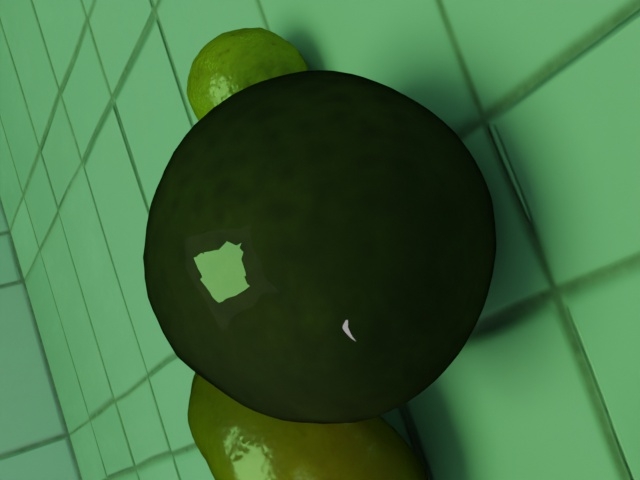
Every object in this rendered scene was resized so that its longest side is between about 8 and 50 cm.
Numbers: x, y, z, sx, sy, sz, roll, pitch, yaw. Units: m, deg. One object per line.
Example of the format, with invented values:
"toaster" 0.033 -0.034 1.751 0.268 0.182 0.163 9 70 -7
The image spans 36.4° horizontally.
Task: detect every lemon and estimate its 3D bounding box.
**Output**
"lemon" -0.063 -0.137 0.873 0.133 0.109 0.109 -146 49 -60

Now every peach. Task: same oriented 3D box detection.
"peach" -0.014 0.185 0.838 0.251 0.153 0.251 53 168 17

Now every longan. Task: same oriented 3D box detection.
"longan" 0.000 0.000 0.688 0.258 0.258 0.258 36 133 51
